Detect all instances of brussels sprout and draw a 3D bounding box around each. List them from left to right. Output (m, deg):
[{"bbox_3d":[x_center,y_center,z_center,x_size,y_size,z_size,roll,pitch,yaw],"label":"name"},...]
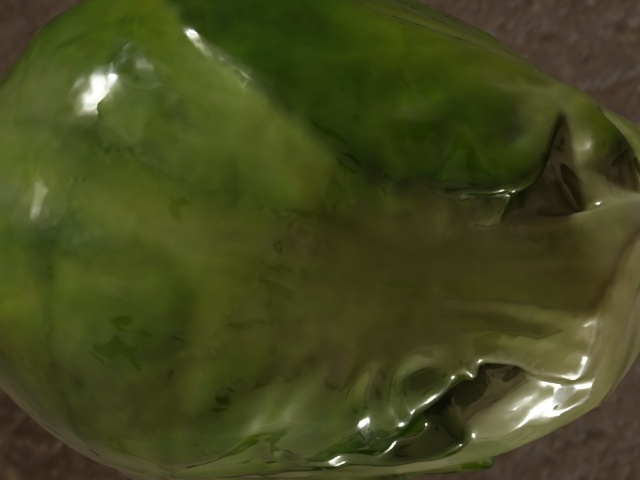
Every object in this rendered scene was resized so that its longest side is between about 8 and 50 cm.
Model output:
[{"bbox_3d":[0.000,0.000,0.765,0.271,0.210,0.219,10,172,9],"label":"brussels sprout"}]
